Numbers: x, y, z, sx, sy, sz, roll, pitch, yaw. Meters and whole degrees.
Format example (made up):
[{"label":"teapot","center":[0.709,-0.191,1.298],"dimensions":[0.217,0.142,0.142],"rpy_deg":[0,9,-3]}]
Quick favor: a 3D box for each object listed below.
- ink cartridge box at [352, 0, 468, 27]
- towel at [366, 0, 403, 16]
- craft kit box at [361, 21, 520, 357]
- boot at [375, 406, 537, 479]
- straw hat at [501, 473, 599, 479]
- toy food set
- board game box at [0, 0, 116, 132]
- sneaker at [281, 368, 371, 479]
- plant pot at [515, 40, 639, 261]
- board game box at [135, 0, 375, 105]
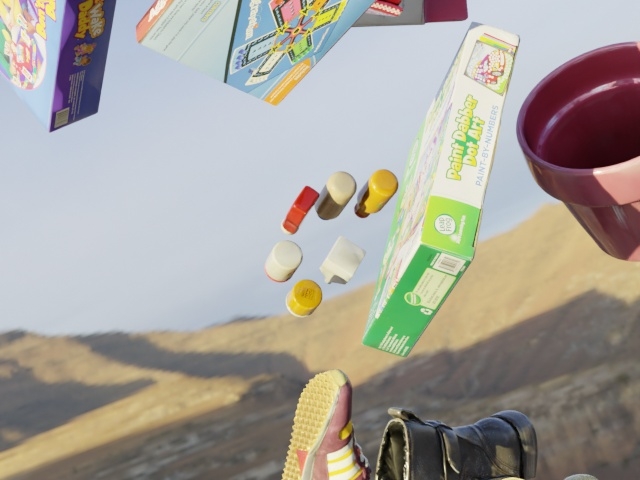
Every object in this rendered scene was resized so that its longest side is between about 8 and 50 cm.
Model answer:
[{"label":"ink cartridge box","center":[0.103,-0.480,1.924],"dimensions":[0.272,0.309,0.130],"rpy_deg":[-1,-50,3]},{"label":"towel","center":[-0.048,-0.296,1.317],"dimensions":[0.199,0.031,0.275],"rpy_deg":[11,9,-26]},{"label":"craft kit box","center":[0.114,-0.042,1.146],"dimensions":[0.061,0.246,0.250],"rpy_deg":[19,-28,-1]},{"label":"boot","center":[0.141,0.302,1.263],"dimensions":[0.091,0.263,0.229],"rpy_deg":[-6,-4,44]},{"label":"straw hat","center":[0.226,0.238,1.025],"dimensions":[0.061,0.144,0.144],"rpy_deg":[-39,-1,-21]},{"label":"toy food set","center":[0.000,0.000,1.519],"dimensions":[0.232,0.111,0.104],"rpy_deg":[-60,2,-26]},{"label":"board game box","center":[-0.346,-0.333,1.413],"dimensions":[0.078,0.233,0.347],"rpy_deg":[-29,-23,-34]},{"label":"sneaker","center":[0.017,0.213,1.216],"dimensions":[0.084,0.069,0.185],"rpy_deg":[6,-62,-21]},{"label":"plant pot","center":[0.330,-0.082,1.260],"dimensions":[0.201,0.201,0.180],"rpy_deg":[-23,-50,11]},{"label":"board game box","center":[-0.010,-0.227,0.926],"dimensions":[0.145,0.027,0.281],"rpy_deg":[22,-49,-33]}]
